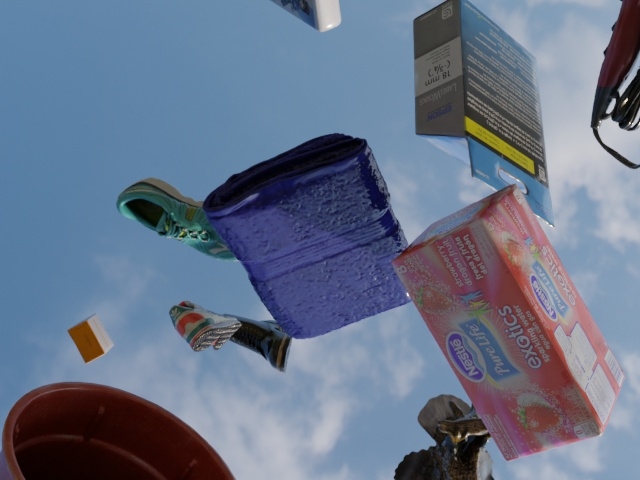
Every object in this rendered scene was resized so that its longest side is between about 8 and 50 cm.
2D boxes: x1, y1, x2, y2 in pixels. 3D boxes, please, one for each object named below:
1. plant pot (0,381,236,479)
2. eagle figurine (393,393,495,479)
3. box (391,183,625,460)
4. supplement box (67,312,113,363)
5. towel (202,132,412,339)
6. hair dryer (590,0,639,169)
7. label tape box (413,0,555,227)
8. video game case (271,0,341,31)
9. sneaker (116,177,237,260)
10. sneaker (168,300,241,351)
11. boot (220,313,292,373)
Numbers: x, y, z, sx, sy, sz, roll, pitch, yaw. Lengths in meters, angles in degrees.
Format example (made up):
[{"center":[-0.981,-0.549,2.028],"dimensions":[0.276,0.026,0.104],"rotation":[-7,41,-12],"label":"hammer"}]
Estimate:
[{"center":[-0.258,0.339,0.945],"dimensions":[0.272,0.265,0.272],"rotation":[30,-164,-10],"label":"plant pot"},{"center":[0.227,0.418,1.463],"dimensions":[0.226,0.298,0.225],"rotation":[18,-157,31],"label":"eagle figurine"},{"center":[0.241,0.103,1.133],"dimensions":[0.300,0.142,0.154],"rotation":[59,-146,-5],"label":"box"},{"center":[-0.367,0.156,1.432],"dimensions":[0.036,0.098,0.062],"rotation":[-28,-87,-4],"label":"supplement box"},{"center":[0.000,0.000,1.224],"dimensions":[0.228,0.308,0.076],"rotation":[-20,-136,8],"label":"towel"},{"center":[0.328,-0.241,0.944],"dimensions":[0.080,0.223,0.293],"rotation":[-11,-107,-47],"label":"hair dryer"},{"center":[0.263,-0.193,1.455],"dimensions":[0.240,0.106,0.333],"rotation":[24,-123,-41],"label":"label tape box"},{"center":[-0.086,-0.438,1.020],"dimensions":[0.036,0.329,0.300],"rotation":[-27,-137,-20],"label":"video game case"},{"center":[-0.263,-0.027,1.702],"dimensions":[0.275,0.107,0.110],"rotation":[22,-159,10],"label":"sneaker"},{"center":[-0.167,0.114,1.279],"dimensions":[0.075,0.161,0.057],"rotation":[45,-84,10],"label":"sneaker"},{"center":[-0.122,0.179,1.588],"dimensions":[0.137,0.198,0.077],"rotation":[13,-88,-6],"label":"boot"}]
